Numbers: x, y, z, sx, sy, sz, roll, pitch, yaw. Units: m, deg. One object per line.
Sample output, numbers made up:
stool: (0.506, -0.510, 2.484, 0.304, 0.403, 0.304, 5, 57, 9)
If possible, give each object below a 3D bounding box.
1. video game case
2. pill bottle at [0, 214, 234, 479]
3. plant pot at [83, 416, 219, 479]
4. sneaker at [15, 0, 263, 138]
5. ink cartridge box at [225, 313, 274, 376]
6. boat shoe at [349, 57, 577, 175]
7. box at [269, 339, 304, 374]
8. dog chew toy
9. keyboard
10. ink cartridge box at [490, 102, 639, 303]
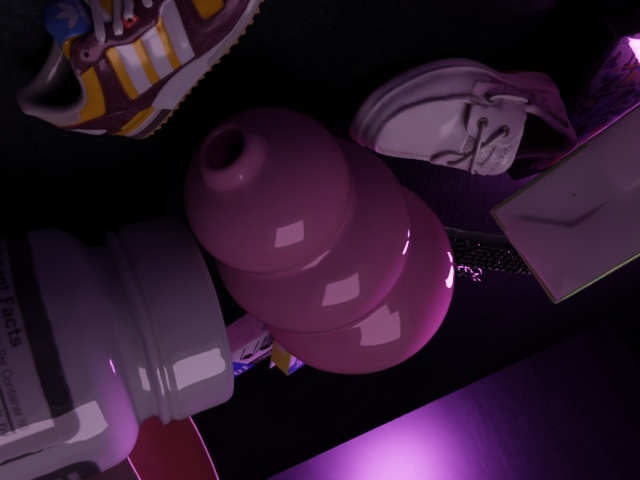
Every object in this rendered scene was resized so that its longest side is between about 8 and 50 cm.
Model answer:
video game case: (0.391, -0.191, 0.737, 0.275, 0.035, 0.248, -19, 155, -18)
pill bottle: (-0.265, 0.106, 0.458, 0.361, 0.204, 0.204, -16, 154, -23)
plant pot: (-0.259, 0.275, 0.685, 0.191, 0.284, 0.284, -30, 156, -5)
sneaker: (-0.100, -0.124, 0.329, 0.084, 0.069, 0.185, -5, 147, -50)
ink cartridge box: (-0.121, 0.162, 0.909, 0.207, 0.046, 0.097, -33, 154, 13)
boat shoe: (0.158, -0.111, 0.585, 0.277, 0.096, 0.098, -12, 151, -31)
box: (-0.013, 0.110, 0.837, 0.109, 0.042, 0.178, -27, 143, -37)
dog chew toy: (0.000, 0.000, 0.541, 0.207, 0.206, 0.332, -31, 147, 9)
keyboard: (0.240, 0.030, 0.909, 0.317, 0.033, 0.201, 8, 161, -24)
ink cartridge box: (0.344, -0.065, 0.693, 0.207, 0.119, 0.353, -39, 170, 27)
